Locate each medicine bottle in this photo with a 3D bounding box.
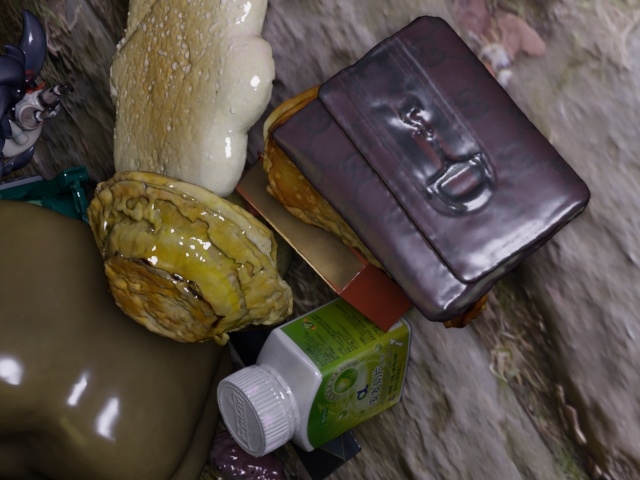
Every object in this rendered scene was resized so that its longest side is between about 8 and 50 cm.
[{"bbox_3d":[-0.006,0.143,1.643,0.088,0.188,0.132,44,146,32],"label":"medicine bottle"}]

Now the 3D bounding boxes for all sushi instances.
[{"bbox_3d":[-0.117,0.333,2.069,0.161,0.107,0.241,63,152,10],"label":"sushi"}]

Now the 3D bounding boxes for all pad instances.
[{"bbox_3d":[-0.041,0.169,1.915,0.243,0.004,0.163,59,151,12],"label":"pad"}]

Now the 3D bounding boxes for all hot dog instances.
[{"bbox_3d":[0.069,-0.045,1.451,0.259,0.114,0.175,38,143,19],"label":"hot dog"}]

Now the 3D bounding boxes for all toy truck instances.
[{"bbox_3d":[-0.383,-0.006,2.191,0.363,0.177,0.178,-1,102,58],"label":"toy truck"}]

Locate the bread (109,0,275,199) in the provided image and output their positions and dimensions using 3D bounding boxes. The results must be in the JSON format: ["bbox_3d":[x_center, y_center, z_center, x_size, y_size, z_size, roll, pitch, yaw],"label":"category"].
[{"bbox_3d":[-0.142,-0.169,1.644,0.316,0.054,0.316,-10,78,56],"label":"bread"}]

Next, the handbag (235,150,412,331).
[{"bbox_3d":[0.000,0.000,1.603,0.190,0.063,0.127,46,-176,31],"label":"handbag"}]

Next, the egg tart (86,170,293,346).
[{"bbox_3d":[-0.140,0.030,1.603,0.241,0.106,0.241,20,146,14],"label":"egg tart"}]

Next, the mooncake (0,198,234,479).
[{"bbox_3d":[-0.338,0.166,1.901,0.467,0.262,0.467,17,151,10],"label":"mooncake"}]

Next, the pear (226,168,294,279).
[{"bbox_3d":[-0.109,-0.002,1.754,0.167,0.137,0.167,35,134,46],"label":"pear"}]

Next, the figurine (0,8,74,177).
[{"bbox_3d":[-0.433,-0.179,2.128,0.197,0.175,0.265,50,142,9],"label":"figurine"}]

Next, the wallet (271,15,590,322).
[{"bbox_3d":[0.094,-0.063,1.346,0.229,0.182,0.049,51,178,19],"label":"wallet"}]
